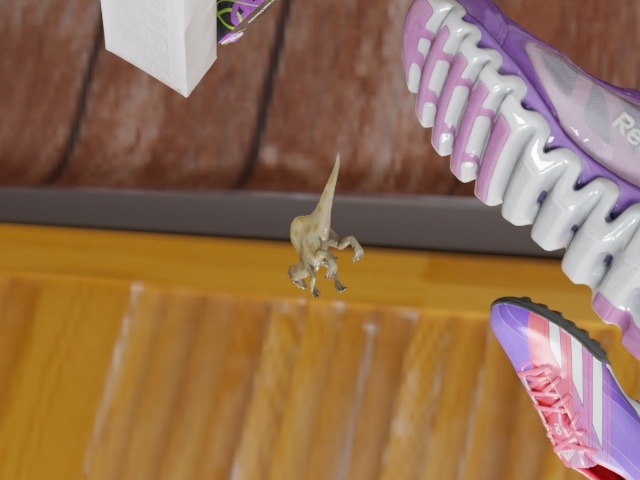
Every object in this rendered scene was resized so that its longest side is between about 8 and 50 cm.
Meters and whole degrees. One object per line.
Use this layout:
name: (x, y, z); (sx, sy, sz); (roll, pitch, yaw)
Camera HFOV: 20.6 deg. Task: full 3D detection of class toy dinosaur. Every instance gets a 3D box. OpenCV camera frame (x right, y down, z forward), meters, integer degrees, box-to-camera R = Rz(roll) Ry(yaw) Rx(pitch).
toy dinosaur: (0.000, 0.000, 1.978); (0.053, 0.092, 0.183); (-16, 138, -41)

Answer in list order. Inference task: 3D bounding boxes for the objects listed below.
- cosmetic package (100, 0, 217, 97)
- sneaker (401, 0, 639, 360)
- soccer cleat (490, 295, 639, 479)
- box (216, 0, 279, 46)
cosmetic package: (-0.147, -0.229, 1.615); (0.060, 0.099, 0.239); (-53, 170, -20)
sneaker: (0.141, -0.047, 0.891); (0.104, 0.236, 0.095); (-38, 168, -20)
soccer cleat: (0.300, 0.197, 2.078); (0.318, 0.108, 0.116); (47, 65, -17)
box: (-0.075, -0.282, 1.739); (0.029, 0.162, 0.116); (-12, 71, -48)
